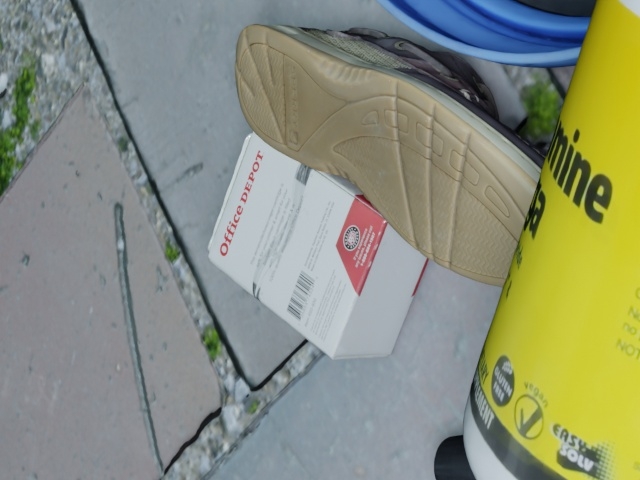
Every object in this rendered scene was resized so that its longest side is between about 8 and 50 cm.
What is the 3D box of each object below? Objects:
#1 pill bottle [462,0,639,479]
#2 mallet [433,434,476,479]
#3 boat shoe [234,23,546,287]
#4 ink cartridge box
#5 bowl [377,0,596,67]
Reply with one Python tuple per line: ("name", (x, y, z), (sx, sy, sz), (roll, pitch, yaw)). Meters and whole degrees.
("pill bottle", (0.190, -0.025, 0.633), (0.188, 0.188, 0.334), (38, 123, 40))
("mallet", (0.109, 0.201, 0.845), (0.062, 0.039, 0.189), (-18, 76, 41))
("boat shoe", (0.059, -0.065, 0.866), (0.285, 0.092, 0.102), (32, 134, 45))
("ink cartridge box", (0.000, 0.000, 0.952), (0.135, 0.056, 0.099), (37, 114, 40))
("bowl", (0.144, -0.286, 0.797), (0.391, 0.077, 0.391), (-1, 88, 46))
